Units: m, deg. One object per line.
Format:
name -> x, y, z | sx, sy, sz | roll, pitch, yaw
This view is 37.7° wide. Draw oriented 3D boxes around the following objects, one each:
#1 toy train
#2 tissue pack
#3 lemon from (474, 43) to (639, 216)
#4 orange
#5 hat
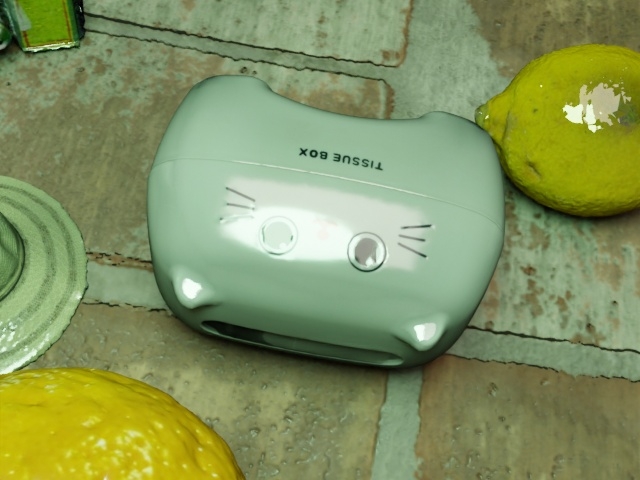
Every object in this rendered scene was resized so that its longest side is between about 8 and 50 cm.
toy train -> -0.374, -0.331, 1.090 | 0.177, 0.134, 0.261 | -10, 65, -12
tissue pack -> 0.000, 0.000, 0.903 | 0.333, 0.229, 0.236 | 11, 61, 0
lemon -> 0.296, -0.120, 1.025 | 0.257, 0.188, 0.188 | 6, 62, -5
orange -> -0.194, 0.255, 0.701 | 0.340, 0.340, 0.293 | 35, 41, 12
hat -> -0.361, 0.015, 0.926 | 0.252, 0.110, 0.252 | 3, 62, -5
